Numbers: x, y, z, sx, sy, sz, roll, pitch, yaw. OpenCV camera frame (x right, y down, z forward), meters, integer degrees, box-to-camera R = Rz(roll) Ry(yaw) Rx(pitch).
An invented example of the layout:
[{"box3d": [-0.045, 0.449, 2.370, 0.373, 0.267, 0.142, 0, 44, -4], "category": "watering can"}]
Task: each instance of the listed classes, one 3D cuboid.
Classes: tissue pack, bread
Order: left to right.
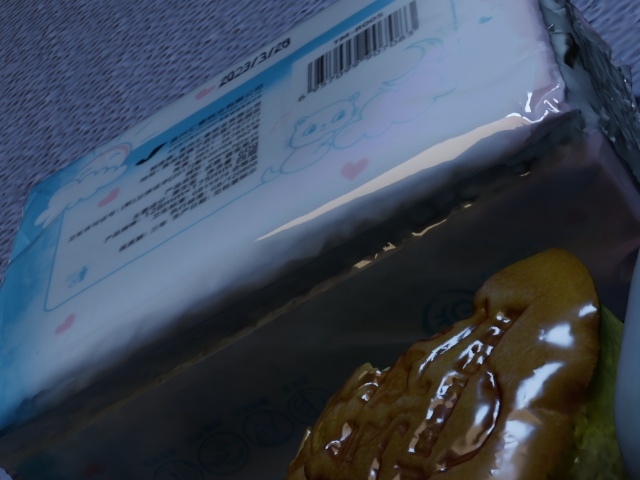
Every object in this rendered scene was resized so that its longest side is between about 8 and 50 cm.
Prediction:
[{"box3d": [0.000, -0.001, 0.771, 0.271, 0.124, 0.201, -31, 30, 17], "category": "tissue pack"}, {"box3d": [0.046, 0.086, 0.609, 0.156, 0.086, 0.125, -39, 24, 25], "category": "bread"}]

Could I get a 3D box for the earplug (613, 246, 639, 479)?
[{"box3d": [0.202, -0.038, 0.563, 0.185, 0.185, 0.324, 12, 63, 55], "category": "earplug"}]
